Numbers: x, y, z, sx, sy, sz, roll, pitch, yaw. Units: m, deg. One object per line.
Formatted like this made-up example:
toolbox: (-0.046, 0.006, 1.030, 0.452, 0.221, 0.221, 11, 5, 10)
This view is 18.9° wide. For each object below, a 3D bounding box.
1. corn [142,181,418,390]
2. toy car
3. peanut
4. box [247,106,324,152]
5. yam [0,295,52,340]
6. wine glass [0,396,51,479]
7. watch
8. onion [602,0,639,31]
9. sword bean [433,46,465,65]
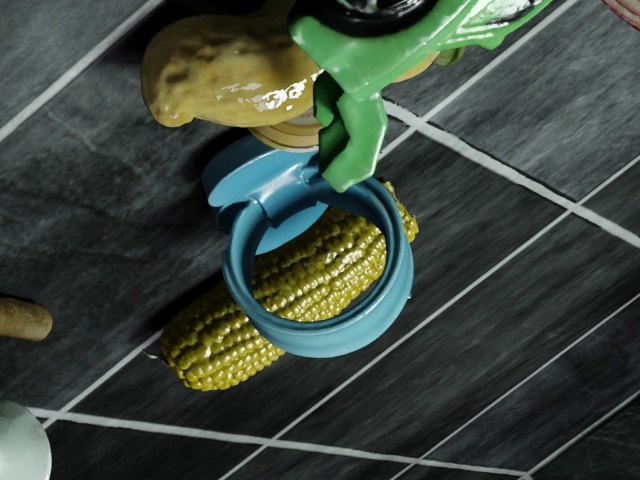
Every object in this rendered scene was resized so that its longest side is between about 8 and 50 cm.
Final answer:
corn: (-0.036, 0.057, 1.957, 0.310, 0.101, 0.101, -33, 158, 1)
toy car: (0.096, -0.221, 1.342, 0.359, 0.176, 0.213, -38, -162, 11)
peanut: (-0.020, -0.154, 1.521, 0.263, 0.117, 0.101, -23, 172, -15)
box: (-0.019, -0.126, 1.585, 0.105, 0.105, 0.037, -25, 167, -18)
yam: (-0.336, 0.061, 1.638, 0.045, 0.045, 0.327, -9, 170, 27)
wine glass: (-0.348, 0.201, 1.784, 0.165, 0.165, 0.196, -37, 165, 12)
watch: (0.000, 0.000, 1.760, 0.211, 0.193, 0.211, -27, 159, -11)
onion: (0.336, -0.283, 1.616, 0.206, 0.216, 0.207, -48, 169, -23)
sword bean: (0.116, -0.225, 1.653, 0.043, 0.038, 0.269, -33, 160, -13)
